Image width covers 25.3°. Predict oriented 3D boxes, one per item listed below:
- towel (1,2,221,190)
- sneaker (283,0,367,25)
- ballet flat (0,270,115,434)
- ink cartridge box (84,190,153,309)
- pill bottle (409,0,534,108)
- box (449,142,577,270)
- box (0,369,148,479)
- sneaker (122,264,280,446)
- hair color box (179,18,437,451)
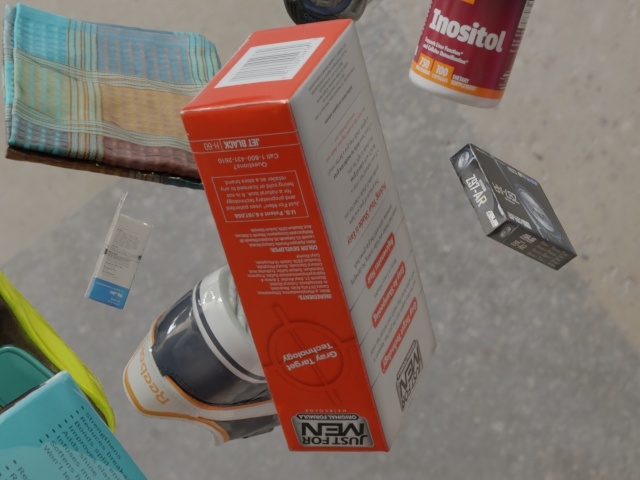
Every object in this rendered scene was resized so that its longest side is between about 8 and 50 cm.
[{"bbox_3d":[-0.230,-0.170,1.635,0.271,0.370,0.040,8,119,-16],"label":"towel"},{"bbox_3d":[0.013,-0.356,1.443,0.111,0.129,0.297,12,96,-5],"label":"sneaker"},{"bbox_3d":[-0.228,0.062,0.988,0.077,0.077,0.231,-38,105,10],"label":"ballet flat"},{"bbox_3d":[-0.147,0.008,1.058,0.028,0.083,0.048,20,174,-12],"label":"ink cartridge box"},{"bbox_3d":[0.137,-0.197,1.225,0.086,0.086,0.152,22,108,18],"label":"pill bottle"},{"bbox_3d":[0.124,-0.021,0.916,0.018,0.067,0.083,-40,140,24],"label":"box"},{"bbox_3d":[-0.106,0.099,0.274,0.100,0.244,0.060,-35,92,10],"label":"box"},{"bbox_3d":[-0.041,0.090,1.157,0.127,0.321,0.126,-36,68,20],"label":"sneaker"},{"bbox_3d":[0.000,0.000,0.513,0.043,0.072,0.141,-4,118,24],"label":"hair color box"}]
